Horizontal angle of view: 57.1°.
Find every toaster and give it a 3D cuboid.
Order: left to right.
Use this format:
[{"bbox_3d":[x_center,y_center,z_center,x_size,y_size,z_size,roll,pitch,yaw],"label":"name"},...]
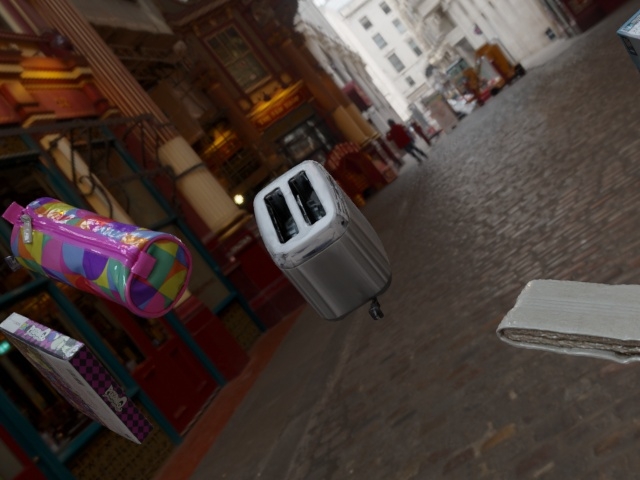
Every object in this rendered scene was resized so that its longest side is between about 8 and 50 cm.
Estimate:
[{"bbox_3d":[0.000,0.000,0.781,0.129,0.146,0.227,-33,40,9],"label":"toaster"}]

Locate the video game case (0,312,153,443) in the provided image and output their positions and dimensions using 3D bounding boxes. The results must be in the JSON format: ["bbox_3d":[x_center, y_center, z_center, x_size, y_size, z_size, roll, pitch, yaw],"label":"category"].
[{"bbox_3d":[-0.409,0.233,0.989,0.210,0.232,0.042,10,47,35],"label":"video game case"}]

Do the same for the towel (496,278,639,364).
[{"bbox_3d":[0.444,0.122,0.927,0.282,0.049,0.187,2,22,36],"label":"towel"}]

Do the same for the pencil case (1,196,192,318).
[{"bbox_3d":[-0.263,0.015,0.684,0.236,0.105,0.104,14,36,29],"label":"pencil case"}]

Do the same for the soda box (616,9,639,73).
[{"bbox_3d":[0.324,-0.124,0.490,0.058,0.183,0.063,-44,32,11],"label":"soda box"}]
